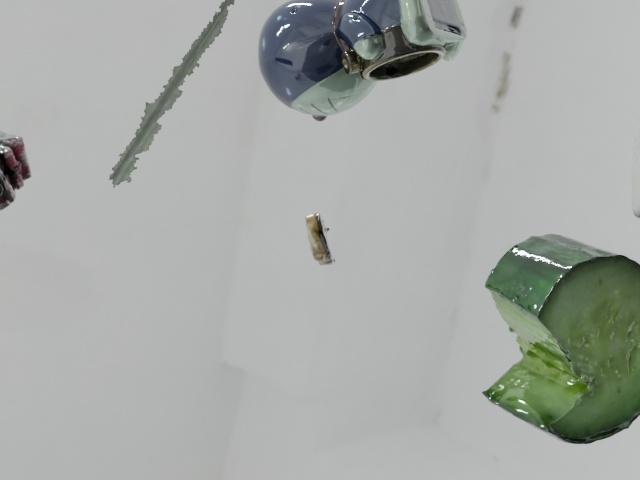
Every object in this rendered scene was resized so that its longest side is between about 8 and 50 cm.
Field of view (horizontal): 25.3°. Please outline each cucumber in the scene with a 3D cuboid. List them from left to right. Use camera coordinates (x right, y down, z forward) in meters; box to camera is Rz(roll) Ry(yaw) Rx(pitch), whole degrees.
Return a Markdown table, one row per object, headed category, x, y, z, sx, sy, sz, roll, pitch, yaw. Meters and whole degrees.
| category | x | y | z | sx | sy | sz | roll | pitch | yaw |
| --- | --- | --- | --- | --- | --- | --- | --- | --- | --- |
| cucumber | 0.252 | 0.088 | 1.398 | 0.191 | 0.130 | 0.191 | -13 | -68 | -36 |

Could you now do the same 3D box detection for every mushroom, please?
| category | x | y | z | sx | sy | sz | roll | pitch | yaw |
| --- | --- | --- | --- | --- | --- | --- | --- | --- | --- |
| mushroom | 0.000 | 0.000 | 1.398 | 0.019 | 0.049 | 0.101 | -11 | -21 | 5 |

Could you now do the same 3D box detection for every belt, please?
| category | x | y | z | sx | sy | sz | roll | pitch | yaw |
| --- | --- | --- | --- | --- | --- | --- | --- | --- | --- |
| belt | -0.356 | -0.096 | 1.487 | 0.071 | 0.232 | 0.053 | -23 | -60 | -18 |

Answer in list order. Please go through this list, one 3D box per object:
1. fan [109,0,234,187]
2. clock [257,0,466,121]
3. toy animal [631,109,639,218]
| category | x | y | z | sx | sy | sz | roll | pitch | yaw |
| --- | --- | --- | --- | --- | --- | --- | --- | --- | --- |
| fan | -0.009 | -0.162 | 0.684 | 0.329 | 0.009 | 0.191 | -56 | -36 | 0 |
| clock | 0.043 | -0.233 | 1.675 | 0.199 | 0.243 | 0.146 | -12 | -95 | -60 |
| toy animal | 0.502 | -0.092 | 1.407 | 0.367 | 0.196 | 0.241 | 13 | -78 | -10 |
